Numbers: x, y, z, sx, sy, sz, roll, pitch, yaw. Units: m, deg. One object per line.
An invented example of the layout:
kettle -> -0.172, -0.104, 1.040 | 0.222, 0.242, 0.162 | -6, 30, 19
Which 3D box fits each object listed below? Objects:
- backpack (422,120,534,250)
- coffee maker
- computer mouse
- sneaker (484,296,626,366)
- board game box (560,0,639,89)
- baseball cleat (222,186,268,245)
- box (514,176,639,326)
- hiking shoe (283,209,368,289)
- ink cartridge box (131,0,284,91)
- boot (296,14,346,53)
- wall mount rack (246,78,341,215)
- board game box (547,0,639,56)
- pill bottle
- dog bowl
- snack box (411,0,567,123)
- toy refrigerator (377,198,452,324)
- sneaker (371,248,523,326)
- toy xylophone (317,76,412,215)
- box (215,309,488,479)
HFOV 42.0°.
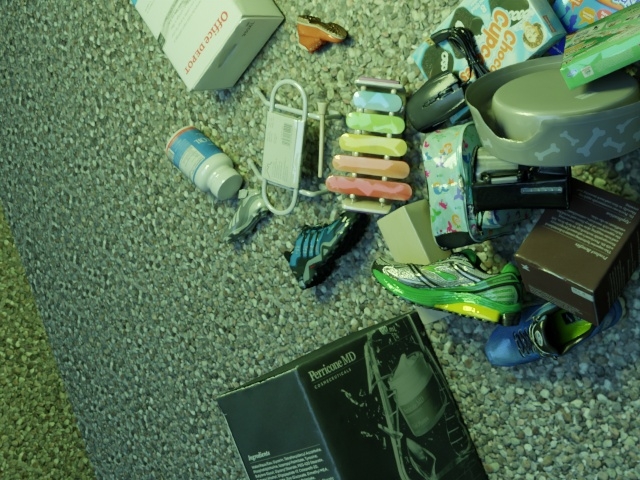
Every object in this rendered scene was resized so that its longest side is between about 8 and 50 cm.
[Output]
backpack -> 0.323, -0.123, 1.747 | 0.191, 0.225, 0.253 | -16, 87, 39
coffee maker -> 0.379, -0.102, 1.562 | 0.178, 0.120, 0.171 | 1, 137, 19
computer mouse -> 0.243, -0.339, 1.779 | 0.262, 0.060, 0.184 | -24, 90, 54
sneaker -> 0.469, 0.187, 1.759 | 0.330, 0.147, 0.129 | -36, 78, 41
board game box -> 0.574, -0.376, 1.430 | 0.317, 0.213, 0.046 | -22, 110, 29
baseball cleat -> -0.214, -0.075, 2.331 | 0.206, 0.072, 0.109 | -38, 63, 35
box -> 0.508, 0.020, 1.607 | 0.168, 0.167, 0.203 | 30, 77, 32
hiking shoe -> 0.000, 0.000, 2.127 | 0.132, 0.113, 0.304 | 53, 129, 16
ink cartridge box -> -0.317, -0.630, 2.190 | 0.285, 0.166, 0.395 | -45, 71, 39
boot -> 0.002, -0.493, 2.035 | 0.158, 0.059, 0.084 | 30, 123, 40
wall mount rack -> -0.100, -0.254, 2.144 | 0.304, 0.130, 0.350 | 21, 115, 31
board game box -> 0.530, -0.433, 1.605 | 0.160, 0.047, 0.210 | 44, 125, 23
pill bottle -> -0.322, -0.213, 2.337 | 0.221, 0.124, 0.124 | 42, 125, 23
dog bowl -> 0.439, -0.237, 1.496 | 0.349, 0.349, 0.102 | 11, 125, 38
snack box -> 0.339, -0.406, 1.727 | 0.187, 0.060, 0.322 | 61, 142, 10
toy refrigerator -> 0.247, 0.049, 1.948 | 0.102, 0.094, 0.269 | -31, 80, 48
sneaker -> 0.275, 0.083, 1.811 | 0.344, 0.134, 0.146 | 11, 89, 23
toy xylophone -> 0.098, -0.221, 1.954 | 0.236, 0.081, 0.322 | 0, 102, 14
box -> 0.086, 0.473, 1.938 | 0.297, 0.480, 0.471 | -28, 83, 39
